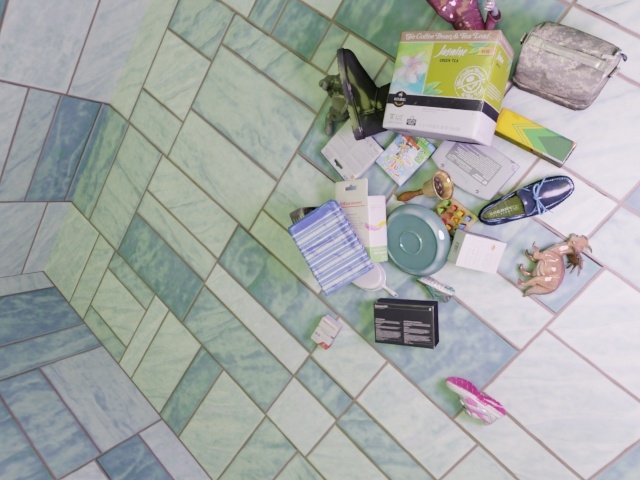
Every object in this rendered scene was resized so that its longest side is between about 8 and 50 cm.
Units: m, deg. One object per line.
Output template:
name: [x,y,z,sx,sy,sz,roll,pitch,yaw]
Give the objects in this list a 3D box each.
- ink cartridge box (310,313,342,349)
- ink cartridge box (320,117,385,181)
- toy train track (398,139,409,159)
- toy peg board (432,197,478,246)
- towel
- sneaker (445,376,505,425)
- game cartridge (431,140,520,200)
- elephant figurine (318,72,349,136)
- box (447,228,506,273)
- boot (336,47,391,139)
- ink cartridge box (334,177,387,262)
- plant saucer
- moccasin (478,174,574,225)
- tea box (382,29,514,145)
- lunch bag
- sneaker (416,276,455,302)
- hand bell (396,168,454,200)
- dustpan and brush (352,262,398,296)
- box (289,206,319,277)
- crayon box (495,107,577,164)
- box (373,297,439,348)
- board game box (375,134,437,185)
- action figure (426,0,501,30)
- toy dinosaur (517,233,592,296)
ink cartridge box: [0.031,0.438,2.029,0.099,0.056,0.135,36,111,19]
ink cartridge box: [0.141,-0.399,1.892,0.224,0.045,0.223,-44,75,25]
toy train track: [0.342,-0.378,1.764,0.048,0.014,0.083,23,105,24]
toy peg board: [0.519,-0.079,1.713,0.161,0.079,0.161,43,113,17]
towel: [0.040,0.027,1.741,0.243,0.040,0.335,-32,83,10]
sneaker: [0.614,0.663,1.727,0.252,0.103,0.111,34,108,21]
game cartridge: [0.596,-0.300,1.666,0.294,0.060,0.196,43,109,17]
elephant figurine: [0.095,-0.601,1.854,0.170,0.186,0.239,-17,100,-15]
box: [0.601,0.042,1.634,0.171,0.091,0.130,13,103,-9]
boot: [0.315,-0.621,1.653,0.446,0.146,0.366,-12,107,15]
ink cartridge box: [0.174,-0.084,1.831,0.207,0.119,0.353,1,94,48]
plant saucer: [0.382,0.006,1.757,0.318,0.044,0.317,18,118,37]
moccasin: [0.758,-0.130,1.562,0.342,0.117,0.137,-30,82,26]
tea box: [0.428,-0.510,1.431,0.329,0.220,0.323,17,102,33]
lunch bag: [0.816,-0.587,1.408,0.305,0.256,0.212,33,109,20]
sneaker: [0.474,0.208,1.777,0.167,0.065,0.076,26,110,24]
hand bell: [0.407,-0.196,1.735,0.242,0.126,0.126,-15,88,51]
dustpan and brush: [0.257,0.186,1.894,0.211,0.060,0.147,39,98,25]
box: [0.000,0.000,1.896,0.077,0.242,0.307,-24,85,27]
crayon box: [0.731,-0.373,1.504,0.319,0.202,0.081,35,109,19]
box: [0.369,0.351,1.821,0.261,0.103,0.184,0,98,28]
board game box: [0.361,-0.359,1.787,0.160,0.039,0.211,49,115,14]
action figure: [0.537,-0.820,1.586,0.248,0.276,0.370,-21,103,33]
toy dinosaur: [0.847,0.110,1.545,0.200,0.127,0.295,19,109,17]
